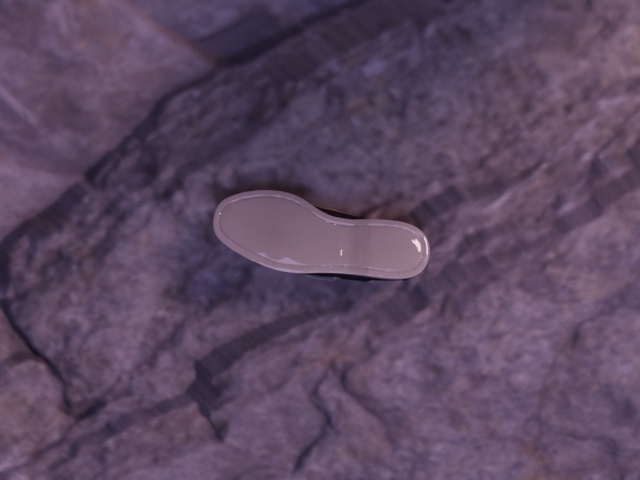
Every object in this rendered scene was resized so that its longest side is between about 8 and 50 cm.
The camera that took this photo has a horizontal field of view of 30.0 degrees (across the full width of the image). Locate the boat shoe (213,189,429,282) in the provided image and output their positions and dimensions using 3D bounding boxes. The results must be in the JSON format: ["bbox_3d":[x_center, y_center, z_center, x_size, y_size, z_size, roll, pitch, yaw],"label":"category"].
[{"bbox_3d":[0.000,0.000,0.693,0.125,0.038,0.046,6,80,-3],"label":"boat shoe"}]
